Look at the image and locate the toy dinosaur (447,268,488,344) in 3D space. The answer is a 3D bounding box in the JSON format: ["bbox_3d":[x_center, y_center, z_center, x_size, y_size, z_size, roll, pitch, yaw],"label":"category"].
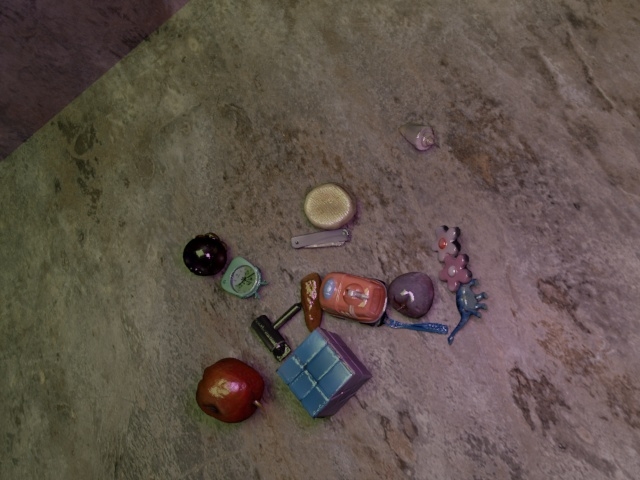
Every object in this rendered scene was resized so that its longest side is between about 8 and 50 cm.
[{"bbox_3d":[0.532,0.213,1.723,0.144,0.076,0.329,-8,69,54],"label":"toy dinosaur"}]

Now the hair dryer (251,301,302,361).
[{"bbox_3d":[-0.135,0.339,1.966,0.248,0.078,0.195,-43,65,-1],"label":"hair dryer"}]

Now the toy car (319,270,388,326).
[{"bbox_3d":[0.109,0.207,1.816,0.270,0.212,0.180,10,78,29],"label":"toy car"}]

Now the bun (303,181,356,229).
[{"bbox_3d":[0.044,-0.137,2.008,0.222,0.127,0.222,-2,80,10],"label":"bun"}]

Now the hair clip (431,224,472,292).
[{"bbox_3d":[0.480,0.060,1.774,0.146,0.075,0.257,-36,45,42],"label":"hair clip"}]

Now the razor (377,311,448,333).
[{"bbox_3d":[0.344,0.313,1.792,0.253,0.042,0.082,4,39,22],"label":"razor"}]

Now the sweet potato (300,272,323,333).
[{"bbox_3d":[-0.035,0.250,1.934,0.097,0.097,0.252,-7,76,20],"label":"sweet potato"}]

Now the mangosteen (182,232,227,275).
[{"bbox_3d":[-0.501,0.050,2.145,0.194,0.194,0.230,4,50,23],"label":"mangosteen"}]

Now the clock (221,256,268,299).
[{"bbox_3d":[-0.319,0.176,2.085,0.211,0.066,0.159,29,86,26],"label":"clock"}]

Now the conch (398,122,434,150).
[{"bbox_3d":[0.402,-0.433,1.987,0.176,0.094,0.104,41,106,53],"label":"conch"}]

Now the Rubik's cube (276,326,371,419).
[{"bbox_3d":[0.018,0.486,1.768,0.231,0.221,0.224,-47,63,3],"label":"Rubik's cube"}]

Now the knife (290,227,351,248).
[{"bbox_3d":[-0.001,-0.003,2.026,0.265,0.040,0.073,-7,82,20],"label":"knife"}]

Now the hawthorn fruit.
[{"bbox_3d":[-0.349,0.582,1.883,0.262,0.258,0.258,9,75,-13],"label":"hawthorn fruit"}]

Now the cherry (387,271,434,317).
[{"bbox_3d":[0.332,0.197,1.778,0.176,0.140,0.176,2,57,-3],"label":"cherry"}]
